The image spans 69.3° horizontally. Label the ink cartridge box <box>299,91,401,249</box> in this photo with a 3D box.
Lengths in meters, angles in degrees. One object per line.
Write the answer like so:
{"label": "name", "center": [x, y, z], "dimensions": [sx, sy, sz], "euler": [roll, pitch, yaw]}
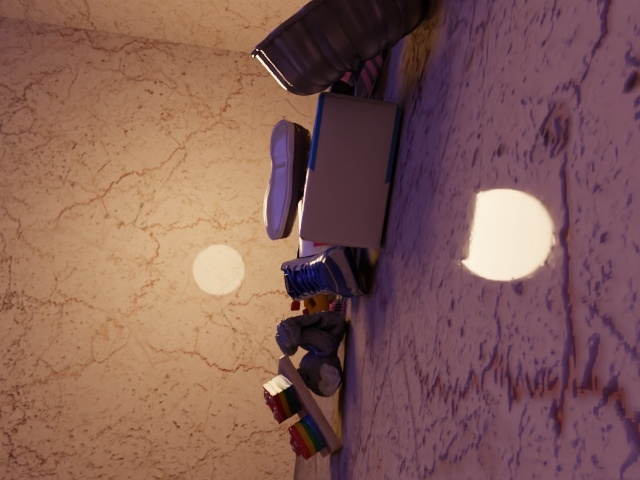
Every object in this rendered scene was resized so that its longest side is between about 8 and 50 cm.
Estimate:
{"label": "ink cartridge box", "center": [0.052, -0.147, 1.066], "dimensions": [0.395, 0.167, 0.285], "euler": [-104, 22, -84]}

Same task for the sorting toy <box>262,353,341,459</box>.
{"label": "sorting toy", "center": [-0.067, 0.465, 1.235], "dimensions": [0.257, 0.090, 0.255], "euler": [55, 159, 21]}

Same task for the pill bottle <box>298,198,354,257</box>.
{"label": "pill bottle", "center": [0.016, 0.003, 1.368], "dimensions": [0.160, 0.161, 0.282], "euler": [102, 167, -62]}

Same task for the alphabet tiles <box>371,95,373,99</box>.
{"label": "alphabet tiles", "center": [0.133, -0.336, 1.502], "dimensions": [0.284, 0.021, 0.277], "euler": [-94, 12, -80]}

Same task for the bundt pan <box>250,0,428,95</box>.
{"label": "bundt pan", "center": [0.046, -0.370, 0.825], "dimensions": [0.124, 0.331, 0.330], "euler": [56, -167, -18]}

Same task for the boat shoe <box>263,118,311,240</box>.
{"label": "boat shoe", "center": [-0.083, -0.158, 1.253], "dimensions": [0.117, 0.097, 0.323], "euler": [-2, 83, 49]}

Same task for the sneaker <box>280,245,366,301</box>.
{"label": "sneaker", "center": [-0.001, 0.090, 1.086], "dimensions": [0.315, 0.183, 0.127], "euler": [-47, -63, -88]}

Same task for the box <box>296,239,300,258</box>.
{"label": "box", "center": [0.000, 0.000, 1.799], "dimensions": [0.261, 0.103, 0.184], "euler": [28, -115, -73]}

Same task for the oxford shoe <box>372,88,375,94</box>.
{"label": "oxford shoe", "center": [0.118, -0.479, 1.387], "dimensions": [0.271, 0.097, 0.098], "euler": [-74, -31, -64]}

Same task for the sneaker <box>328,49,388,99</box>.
{"label": "sneaker", "center": [0.092, -0.446, 1.177], "dimensions": [0.131, 0.112, 0.318], "euler": [-27, -46, -60]}

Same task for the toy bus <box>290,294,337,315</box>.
{"label": "toy bus", "center": [0.005, 0.187, 1.565], "dimensions": [0.202, 0.105, 0.190], "euler": [46, -118, -41]}

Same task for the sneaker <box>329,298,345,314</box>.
{"label": "sneaker", "center": [0.052, 0.239, 1.418], "dimensions": [0.057, 0.047, 0.119], "euler": [66, -149, -73]}

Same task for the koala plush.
{"label": "koala plush", "center": [-0.002, 0.320, 1.267], "dimensions": [0.196, 0.204, 0.221], "euler": [104, 152, -65]}
